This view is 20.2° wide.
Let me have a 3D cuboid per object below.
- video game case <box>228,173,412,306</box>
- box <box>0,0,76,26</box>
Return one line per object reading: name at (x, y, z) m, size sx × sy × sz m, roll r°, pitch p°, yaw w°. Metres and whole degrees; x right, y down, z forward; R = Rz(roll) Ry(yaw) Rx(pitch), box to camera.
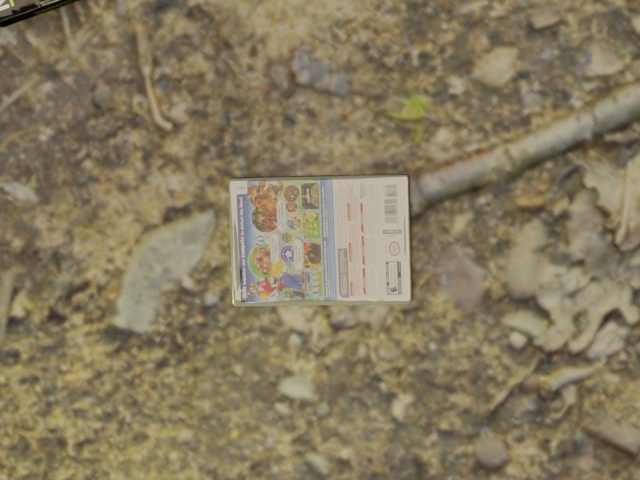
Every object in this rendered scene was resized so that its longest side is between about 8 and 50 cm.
video game case at (0.000, 0.000, 1.203) m, size 0.122 × 0.011 × 0.087 m, roll -1°, pitch 96°, yaw 8°
box at (-0.164, -0.259, 1.183) m, size 0.184 × 0.045 × 0.191 m, roll -18°, pitch 94°, yaw 12°
